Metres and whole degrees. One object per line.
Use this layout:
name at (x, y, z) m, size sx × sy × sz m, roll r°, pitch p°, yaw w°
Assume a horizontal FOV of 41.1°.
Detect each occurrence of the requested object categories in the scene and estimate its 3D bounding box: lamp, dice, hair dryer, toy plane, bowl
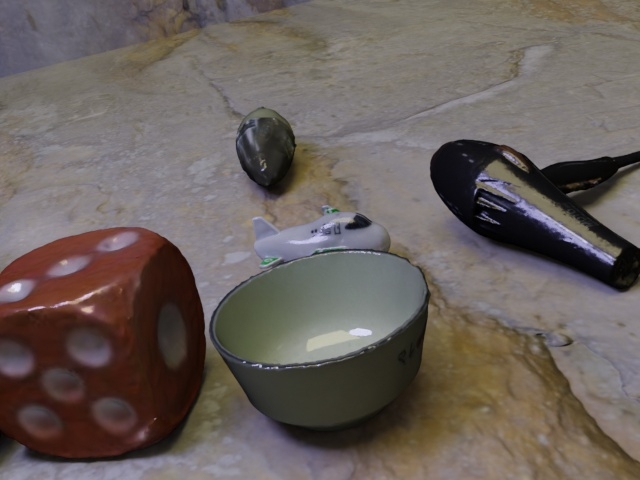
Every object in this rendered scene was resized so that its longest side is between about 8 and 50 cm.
lamp at (-0.091, -0.156, 1.406) m, size 0.101 × 0.101 × 0.250 m, roll -10°, pitch 29°, yaw 3°
dice at (-0.225, 0.098, 0.853) m, size 0.179 × 0.175 × 0.174 m, roll -9°, pitch 26°, yaw 14°
hair dryer at (0.342, -0.068, 1.072) m, size 0.359 × 0.120 × 0.303 m, roll -18°, pitch 33°, yaw -33°
toy plane at (0.001, 0.003, 1.063) m, size 0.173 × 0.080 × 0.174 m, roll -7°, pitch 26°, yaw 3°
bowl at (0.006, 0.103, 0.814) m, size 0.211 × 0.112 × 0.211 m, roll -8°, pitch 26°, yaw 4°

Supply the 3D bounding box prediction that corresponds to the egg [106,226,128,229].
egg at (-0.270, 0.027, 1.118) m, size 0.110 × 0.085 × 0.085 m, roll -15°, pitch 25°, yaw 8°
